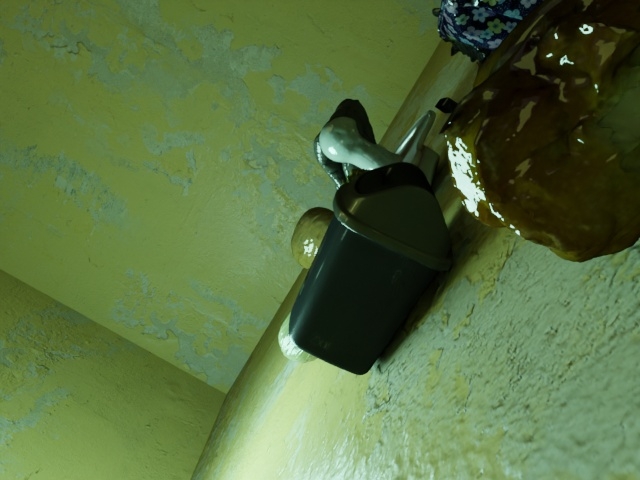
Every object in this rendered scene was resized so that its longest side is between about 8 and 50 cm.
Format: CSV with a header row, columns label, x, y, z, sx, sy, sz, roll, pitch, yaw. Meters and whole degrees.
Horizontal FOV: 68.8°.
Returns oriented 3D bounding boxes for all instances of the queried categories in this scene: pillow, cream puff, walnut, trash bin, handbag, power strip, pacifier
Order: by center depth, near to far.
label,x,y,z,sx,sy,sz,roll,pitch,yaw
cream puff,0.202,-0.104,0.337,0.269,0.155,0.241,-54,7,-24
handbag,0.269,-0.315,0.635,0.228,0.208,0.126,-50,-22,-75
trash bin,0.075,0.031,0.695,0.209,0.182,0.290,-75,10,-69
pacifier,0.139,-0.155,0.989,0.221,0.273,0.332,-8,40,34
pillow,0.094,-0.171,1.197,0.228,0.101,0.326,-64,-38,-46
power strip,0.339,-0.364,1.258,0.029,0.038,0.111,-57,6,14
walnut,0.000,0.000,1.599,0.228,0.228,0.228,-59,4,7

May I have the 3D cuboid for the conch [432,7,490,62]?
label,x,y,z,sx,sy,sz,roll,pitch,yaw
conch,0.409,-0.587,1.161,0.241,0.186,0.313,-33,-21,-11

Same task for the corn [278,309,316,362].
label,x,y,z,sx,sy,sz,roll,pitch,yaw
corn,0.017,0.130,0.982,0.305,0.122,0.123,-57,-14,21

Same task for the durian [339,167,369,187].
label,x,y,z,sx,sy,sz,roll,pitch,yaw
durian,0.084,-0.042,0.814,0.108,0.186,0.119,-12,3,-43
